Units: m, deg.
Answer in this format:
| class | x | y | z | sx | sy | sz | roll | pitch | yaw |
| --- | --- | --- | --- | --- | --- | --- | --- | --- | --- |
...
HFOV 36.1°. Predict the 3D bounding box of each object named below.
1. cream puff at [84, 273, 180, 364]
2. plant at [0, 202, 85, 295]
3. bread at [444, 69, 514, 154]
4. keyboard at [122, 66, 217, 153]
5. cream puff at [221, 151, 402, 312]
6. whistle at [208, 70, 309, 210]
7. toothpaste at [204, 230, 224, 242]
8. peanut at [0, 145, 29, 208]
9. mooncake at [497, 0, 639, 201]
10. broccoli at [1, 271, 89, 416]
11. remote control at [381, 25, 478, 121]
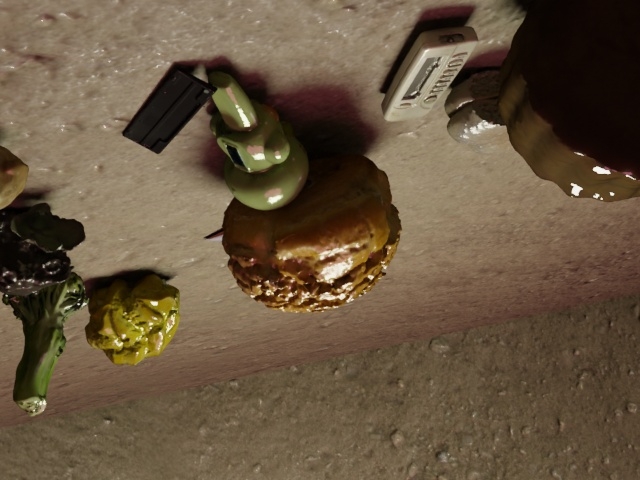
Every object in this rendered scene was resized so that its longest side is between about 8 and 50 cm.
| class | x | y | z | sx | sy | sz | roll | pitch | yaw |
| --- | --- | --- | --- | --- | --- | --- | --- | --- | --- |
| cream puff | -0.409 | 0.165 | 2.107 | 0.221 | 0.195 | 0.195 | -21 | 162 | 6 |
| plant | -0.479 | 0.013 | 1.625 | 0.142 | 0.131 | 0.203 | -2 | 157 | -28 |
| bread | 0.349 | -0.219 | 1.655 | 0.337 | 0.102 | 0.183 | -10 | 166 | -23 |
| keyboard | -0.217 | -0.180 | 1.394 | 0.067 | 0.011 | 0.202 | 27 | 146 | -21 |
| cream puff | 0.000 | 0.000 | 1.674 | 0.327 | 0.231 | 0.343 | -28 | -157 | -24 |
| whistle | -0.091 | -0.157 | 1.467 | 0.141 | 0.141 | 0.294 | -14 | 138 | -4 |
| toothpaste | -0.123 | -0.024 | 1.954 | 0.234 | 0.057 | 0.089 | -20 | 162 | 38 |
| peanut | -0.547 | -0.071 | 1.330 | 0.298 | 0.120 | 0.136 | -11 | -174 | -16 |
| mooncake | 0.406 | -0.214 | 1.357 | 0.324 | 0.324 | 0.187 | -13 | 169 | -6 |
| broccoli | -0.536 | 0.193 | 1.873 | 0.164 | 0.304 | 0.145 | 9 | 138 | -14 |
| remote control | 0.155 | -0.250 | 1.469 | 0.090 | 0.049 | 0.230 | -9 | 162 | -17 |
